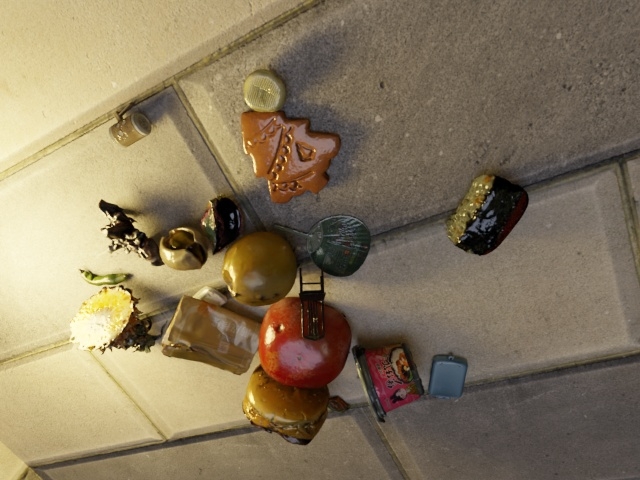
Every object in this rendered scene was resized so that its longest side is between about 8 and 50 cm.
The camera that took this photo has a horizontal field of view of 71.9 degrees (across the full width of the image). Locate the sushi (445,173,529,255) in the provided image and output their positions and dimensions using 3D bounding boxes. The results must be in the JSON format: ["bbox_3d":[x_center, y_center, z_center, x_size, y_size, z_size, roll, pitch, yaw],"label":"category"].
[{"bbox_3d":[0.444,-0.070,1.192,0.126,0.136,0.225,26,117,-14],"label":"sushi"}]

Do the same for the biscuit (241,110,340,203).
[{"bbox_3d":[-0.106,-0.250,1.250,0.306,0.043,0.284,40,119,-12],"label":"biscuit"}]

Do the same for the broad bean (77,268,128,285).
[{"bbox_3d":[-0.794,0.141,1.612,0.196,0.046,0.061,7,123,9],"label":"broad bean"}]

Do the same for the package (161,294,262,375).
[{"bbox_3d":[-0.380,0.351,1.545,0.312,0.164,0.221,25,127,-17],"label":"package"}]

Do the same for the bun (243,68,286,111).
[{"bbox_3d":[-0.144,-0.393,1.162,0.115,0.069,0.115,4,121,7],"label":"bun"}]

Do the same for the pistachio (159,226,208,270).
[{"bbox_3d":[-0.428,0.030,1.389,0.153,0.137,0.238,38,159,-16],"label":"pistachio"}]

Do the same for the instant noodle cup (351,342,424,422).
[{"bbox_3d":[0.238,0.454,1.486,0.182,0.258,0.302,-20,126,5],"label":"instant noodle cup"}]

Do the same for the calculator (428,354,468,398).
[{"bbox_3d":[0.450,0.485,1.562,0.121,0.039,0.210,3,119,8],"label":"calculator"}]

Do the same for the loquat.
[{"bbox_3d":[-0.180,0.086,1.364,0.244,0.243,0.243,5,120,9],"label":"loquat"}]

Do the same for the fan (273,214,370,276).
[{"bbox_3d":[0.030,-0.011,1.378,0.294,0.012,0.223,43,118,-15],"label":"fan"}]

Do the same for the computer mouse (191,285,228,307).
[{"bbox_3d":[-0.413,0.230,1.584,0.102,0.044,0.199,39,123,-18],"label":"computer mouse"}]

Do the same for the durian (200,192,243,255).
[{"bbox_3d":[-0.315,-0.064,1.386,0.108,0.119,0.186,20,116,45],"label":"durian"}]

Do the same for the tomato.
[{"bbox_3d":[-0.060,0.358,1.466,0.339,0.144,0.337,0,94,5],"label":"tomato"}]

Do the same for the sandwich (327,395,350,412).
[{"bbox_3d":[0.060,0.646,1.739,0.101,0.026,0.069,39,120,-11],"label":"sandwich"}]

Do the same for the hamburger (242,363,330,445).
[{"bbox_3d":[-0.118,0.573,1.583,0.305,0.284,0.174,15,108,2],"label":"hamburger"}]

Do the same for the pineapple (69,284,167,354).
[{"bbox_3d":[-0.718,0.328,1.624,0.263,0.262,0.271,-5,146,14],"label":"pineapple"}]

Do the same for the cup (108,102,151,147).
[{"bbox_3d":[-0.552,-0.334,1.288,0.099,0.102,0.074,-20,152,20],"label":"cup"}]

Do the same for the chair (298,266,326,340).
[{"bbox_3d":[-0.025,0.199,1.380,0.085,0.212,0.101,-2,156,-1],"label":"chair"}]

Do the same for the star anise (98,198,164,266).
[{"bbox_3d":[-0.621,-0.009,1.430,0.213,0.129,0.282,-2,137,52],"label":"star anise"}]
